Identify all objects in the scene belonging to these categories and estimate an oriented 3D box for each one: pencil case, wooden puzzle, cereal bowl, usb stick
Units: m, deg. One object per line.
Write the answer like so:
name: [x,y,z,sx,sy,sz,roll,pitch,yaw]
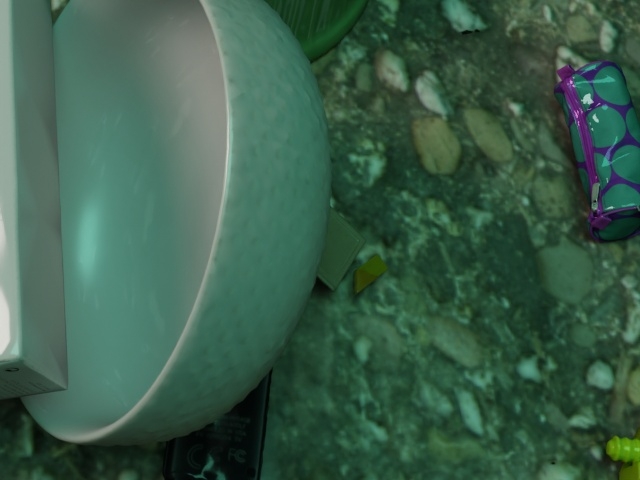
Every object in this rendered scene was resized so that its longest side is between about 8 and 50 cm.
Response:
pencil case: [0.250,-0.079,1.079,0.070,0.064,0.151,6,64,-36]
wooden puzzle: [0.000,0.000,1.005,0.116,0.014,0.078,48,44,-7]
cereal bowl: [-0.100,-0.023,0.866,0.141,0.339,0.339,8,64,-37]
usb stick: [-0.071,0.066,0.970,0.077,0.045,0.278,11,66,-14]

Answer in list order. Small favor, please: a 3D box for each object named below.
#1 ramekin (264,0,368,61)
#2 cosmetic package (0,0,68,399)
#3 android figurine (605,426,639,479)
ramekin: [-0.083,-0.304,1.062,0.303,0.148,0.303,4,67,-9]
cosmetic package: [-0.330,-0.065,0.853,0.284,0.097,0.377,-8,69,5]
android figurine: [0.357,0.212,0.987,0.273,0.056,0.248,10,67,-9]
